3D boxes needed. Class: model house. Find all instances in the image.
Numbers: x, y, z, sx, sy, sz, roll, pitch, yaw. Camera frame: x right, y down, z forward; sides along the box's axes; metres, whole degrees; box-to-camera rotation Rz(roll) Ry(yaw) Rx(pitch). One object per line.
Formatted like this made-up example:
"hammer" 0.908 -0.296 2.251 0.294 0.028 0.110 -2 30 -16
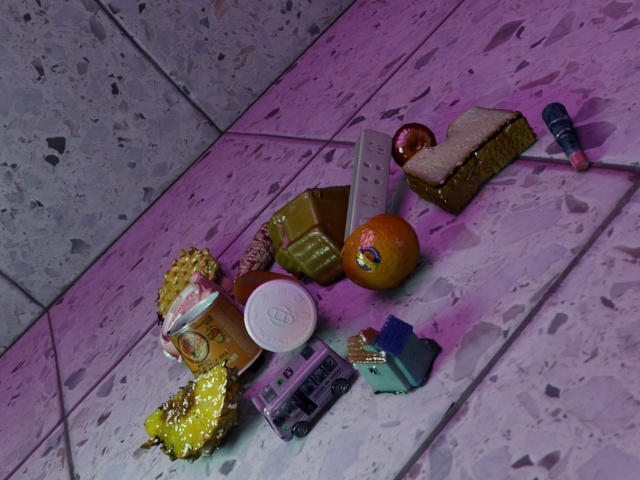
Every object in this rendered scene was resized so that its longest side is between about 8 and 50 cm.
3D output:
"model house" 0.114 0.193 1.186 0.148 0.149 0.119 -9 40 47
"model house" -0.003 0.005 1.673 0.268 0.173 0.239 -36 60 37

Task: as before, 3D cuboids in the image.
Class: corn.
"corn" -0.186 0.046 1.938 0.086 0.086 0.253 -16 36 44

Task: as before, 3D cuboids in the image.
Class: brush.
"brush" -0.329 0.120 2.075 0.070 0.065 0.327 -42 34 -11

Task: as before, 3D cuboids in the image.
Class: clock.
"clock" -0.351 0.238 1.832 0.241 0.142 0.227 -54 25 -2

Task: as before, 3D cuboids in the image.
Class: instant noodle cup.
"instant noodle cup" -0.259 0.241 1.584 0.215 0.172 0.216 -35 12 8

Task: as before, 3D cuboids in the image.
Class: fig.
"fig" 0.254 -0.263 1.747 0.128 0.128 0.150 -25 25 33

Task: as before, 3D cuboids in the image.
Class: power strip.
"power strip" 0.122 -0.116 1.630 0.062 0.091 0.385 117 164 -57

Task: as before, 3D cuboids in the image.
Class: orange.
"orange" 0.131 0.028 1.405 0.177 0.155 0.177 -47 -12 -13

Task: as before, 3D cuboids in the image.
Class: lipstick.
"lipstick" 0.522 -0.219 1.363 0.053 0.053 0.234 -31 29 23

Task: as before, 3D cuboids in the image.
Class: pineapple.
"pineapple" -0.254 0.408 1.439 0.334 0.158 0.161 -38 64 19

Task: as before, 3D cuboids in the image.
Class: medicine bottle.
"medicine bottle" -0.080 0.162 1.398 0.152 0.152 0.254 -45 -3 -5

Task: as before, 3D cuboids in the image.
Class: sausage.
"sausage" -0.121 0.139 1.678 0.112 0.112 0.328 -52 29 -20

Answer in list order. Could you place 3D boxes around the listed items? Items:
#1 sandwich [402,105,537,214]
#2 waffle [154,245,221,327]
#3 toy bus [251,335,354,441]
"sandwich" 0.339 -0.204 1.555 0.273 0.095 0.249 -42 25 -1
"waffle" -0.438 0.159 2.067 0.311 0.060 0.307 17 79 54
"toy bus" -0.036 0.295 1.288 0.199 0.108 0.096 -46 25 -7
